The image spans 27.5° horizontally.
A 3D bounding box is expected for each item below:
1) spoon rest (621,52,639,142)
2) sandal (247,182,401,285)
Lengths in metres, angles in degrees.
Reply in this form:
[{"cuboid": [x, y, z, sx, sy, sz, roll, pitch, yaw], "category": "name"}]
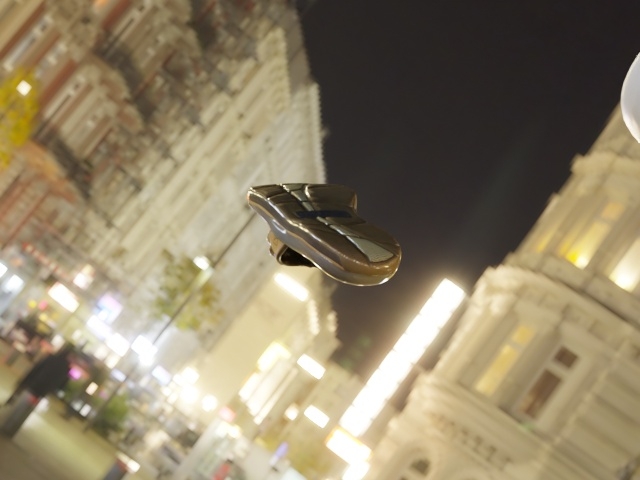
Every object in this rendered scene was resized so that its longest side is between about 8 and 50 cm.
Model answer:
[{"cuboid": [0.233, -0.094, 0.519, 0.137, 0.084, 0.276, 16, -28, -20], "category": "spoon rest"}, {"cuboid": [0.000, 0.000, 1.007, 0.090, 0.060, 0.219, 0, 19, -22], "category": "sandal"}]
